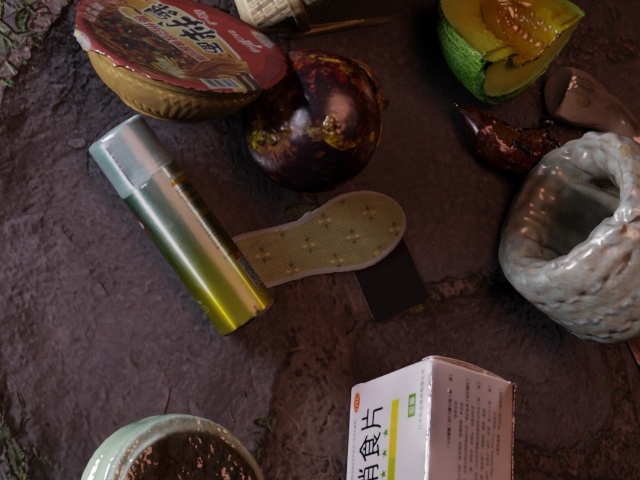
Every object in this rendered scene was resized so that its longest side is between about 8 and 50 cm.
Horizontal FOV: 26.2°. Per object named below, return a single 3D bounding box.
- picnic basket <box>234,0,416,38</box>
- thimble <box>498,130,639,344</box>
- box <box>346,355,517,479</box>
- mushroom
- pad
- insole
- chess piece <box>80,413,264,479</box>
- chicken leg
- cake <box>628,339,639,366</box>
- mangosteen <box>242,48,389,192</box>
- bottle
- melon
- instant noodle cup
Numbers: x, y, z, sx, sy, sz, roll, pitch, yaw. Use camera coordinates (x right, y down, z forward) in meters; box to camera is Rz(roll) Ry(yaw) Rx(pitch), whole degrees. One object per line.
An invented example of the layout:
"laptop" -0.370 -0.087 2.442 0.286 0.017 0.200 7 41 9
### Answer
"picnic basket" 0.005 -0.417 1.903 0.313 0.175 0.228 -16 84 -44
"thimble" 0.414 -0.006 1.977 0.195 0.291 0.291 31 57 -25
"box" 0.134 0.331 1.717 0.145 0.173 0.332 18 63 -29
"mushroom" 0.456 -0.198 2.216 0.223 0.081 0.092 31 39 -26
"pad" 0.084 0.027 1.902 0.112 0.003 0.157 -20 86 -39
"insole" 0.000 0.000 1.845 0.322 0.007 0.109 -16 83 -39
"chess piece" -0.203 0.294 1.397 0.195 0.299 0.194 14 65 -32
"chicken leg" 0.300 -0.148 2.089 0.234 0.063 0.105 7 58 -33
"cake" 0.509 0.119 2.116 0.225 0.109 0.090 50 52 -12
"mangosteen" 0.008 -0.158 1.794 0.217 0.192 0.192 -11 80 -43
"bottle" -0.170 -0.019 1.679 0.082 0.082 0.286 -41 99 -39
"melon" 0.253 -0.308 2.087 0.169 0.129 0.265 42 47 20
"instant noodle cup" -0.180 -0.212 1.699 0.274 0.090 0.274 14 29 -8
